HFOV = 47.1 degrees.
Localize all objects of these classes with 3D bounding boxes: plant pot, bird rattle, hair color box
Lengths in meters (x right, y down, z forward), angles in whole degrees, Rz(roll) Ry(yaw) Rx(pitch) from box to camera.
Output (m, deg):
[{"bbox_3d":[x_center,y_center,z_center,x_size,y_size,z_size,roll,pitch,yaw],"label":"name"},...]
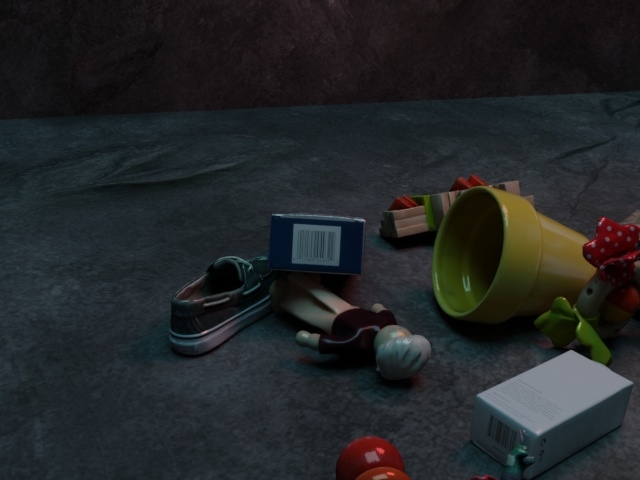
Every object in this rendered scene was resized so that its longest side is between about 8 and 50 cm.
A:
[{"bbox_3d":[0.376,0.041,1.399,0.239,0.253,0.254,11,20,-20],"label":"plant pot"},{"bbox_3d":[0.502,0.090,1.297,0.207,0.253,0.143,13,11,-43],"label":"bird rattle"},{"bbox_3d":[0.000,0.000,1.463,0.174,0.105,0.347,4,2,2],"label":"hair color box"}]

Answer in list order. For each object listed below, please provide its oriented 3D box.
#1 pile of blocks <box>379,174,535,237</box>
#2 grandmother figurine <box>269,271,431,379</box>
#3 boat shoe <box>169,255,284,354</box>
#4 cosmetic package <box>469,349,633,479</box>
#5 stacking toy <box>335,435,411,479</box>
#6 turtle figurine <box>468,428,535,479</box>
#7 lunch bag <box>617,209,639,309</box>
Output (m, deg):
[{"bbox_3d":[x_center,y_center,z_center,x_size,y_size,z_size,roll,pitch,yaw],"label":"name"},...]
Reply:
[{"bbox_3d":[0.311,-0.091,1.728,0.363,0.112,0.149,-9,6,5],"label":"pile of blocks"},{"bbox_3d":[0.049,0.146,1.288,0.208,0.104,0.342,-26,33,-33],"label":"grandmother figurine"},{"bbox_3d":[-0.161,0.089,1.368,0.121,0.119,0.335,11,25,19],"label":"boat shoe"},{"bbox_3d":[0.343,0.251,1.087,0.231,0.085,0.117,-12,28,-34],"label":"cosmetic package"},{"bbox_3d":[0.081,0.334,0.829,0.141,0.141,0.330,-3,19,-11],"label":"stacking toy"},{"bbox_3d":[0.251,0.340,0.845,0.175,0.118,0.234,42,24,-10],"label":"turtle figurine"},{"bbox_3d":[0.722,0.056,1.457,0.287,0.168,0.235,15,23,36],"label":"lunch bag"}]
